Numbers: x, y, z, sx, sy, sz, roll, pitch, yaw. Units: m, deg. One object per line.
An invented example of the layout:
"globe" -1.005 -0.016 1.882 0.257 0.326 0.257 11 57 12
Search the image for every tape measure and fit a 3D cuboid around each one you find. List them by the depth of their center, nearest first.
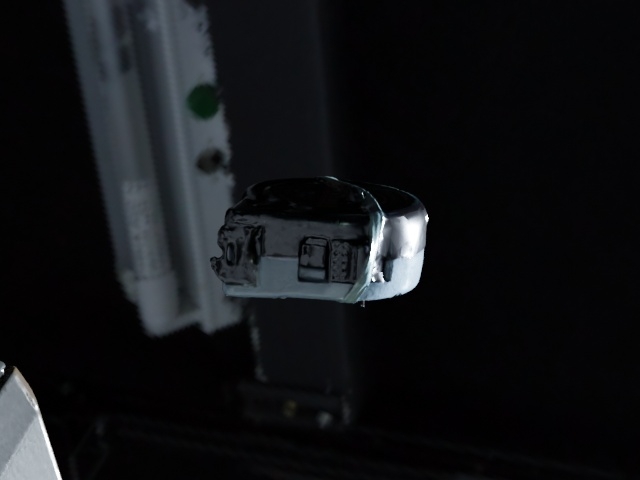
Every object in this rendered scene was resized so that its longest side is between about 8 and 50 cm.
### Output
"tape measure" 0.005 0.000 1.389 0.181 0.182 0.107 7 -77 5

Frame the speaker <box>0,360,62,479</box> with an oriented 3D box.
"speaker" -0.299 0.201 1.018 0.231 0.153 0.192 -11 -72 9
